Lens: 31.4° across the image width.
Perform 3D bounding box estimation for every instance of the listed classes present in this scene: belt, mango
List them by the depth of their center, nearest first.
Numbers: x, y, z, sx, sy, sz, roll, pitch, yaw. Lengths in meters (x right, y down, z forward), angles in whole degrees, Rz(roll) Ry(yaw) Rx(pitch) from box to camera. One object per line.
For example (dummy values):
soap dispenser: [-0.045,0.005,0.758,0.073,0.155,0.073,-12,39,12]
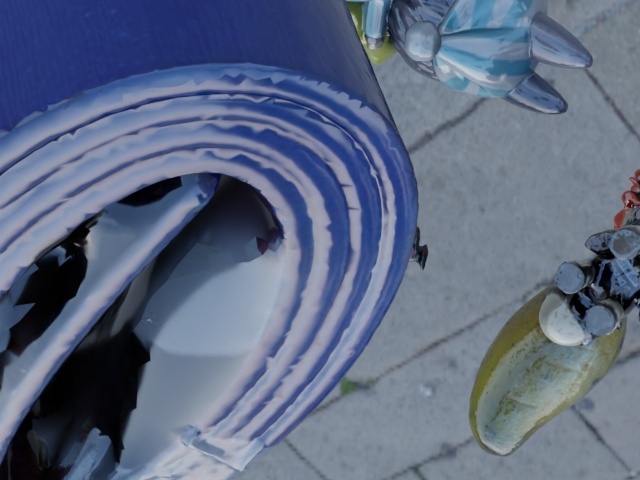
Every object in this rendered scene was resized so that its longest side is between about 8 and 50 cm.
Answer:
belt: [-0.100,0.017,0.454,0.212,0.117,0.347,6,139,-34]
mango: [0.357,0.197,1.846,0.329,0.175,0.176,-40,86,3]

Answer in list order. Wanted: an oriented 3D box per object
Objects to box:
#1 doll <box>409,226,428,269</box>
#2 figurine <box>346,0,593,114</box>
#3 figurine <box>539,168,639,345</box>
doll: [0.000,0.000,0.915,0.169,0.057,0.109,-4,156,17]
figurine: [0.211,-0.341,1.571,0.377,0.361,0.266,25,99,31]
figurine: [0.477,0.017,1.608,0.241,0.411,0.306,43,148,22]
